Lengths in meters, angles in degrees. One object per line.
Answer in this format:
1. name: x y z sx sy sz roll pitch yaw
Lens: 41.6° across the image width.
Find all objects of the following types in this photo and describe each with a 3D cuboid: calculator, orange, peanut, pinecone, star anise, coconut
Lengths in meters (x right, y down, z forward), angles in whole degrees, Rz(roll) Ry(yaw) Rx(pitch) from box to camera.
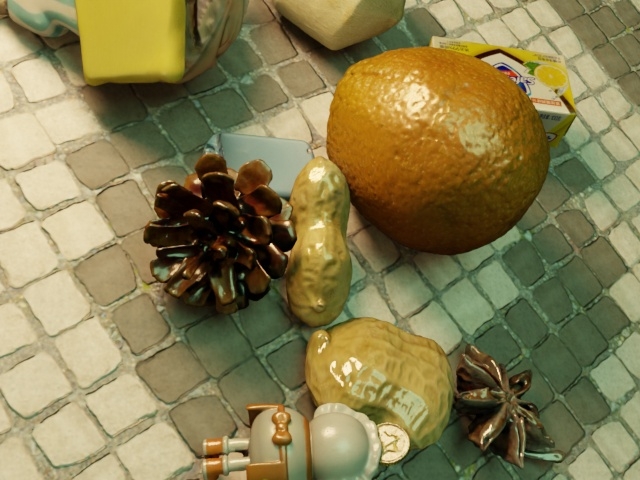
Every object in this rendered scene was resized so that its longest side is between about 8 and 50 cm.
1. calculator: -0.091 -0.115 1.368 0.210 0.039 0.121 2 66 -24
2. orange: 0.177 -0.148 1.339 0.357 0.322 0.322 38 54 13
3. peanut: 0.087 0.204 1.244 0.233 0.110 0.196 27 48 -10
4. pinecone: -0.142 -0.011 1.197 0.201 0.202 0.229 -1 71 -66
5. star anise: 0.282 0.270 1.311 0.209 0.089 0.231 -22 80 -47
6. peanut: 0.000 0.000 1.281 0.101 0.117 0.263 9 75 -30
7. coconut: 0.047 -0.472 1.503 0.247 0.245 0.245 35 56 -6

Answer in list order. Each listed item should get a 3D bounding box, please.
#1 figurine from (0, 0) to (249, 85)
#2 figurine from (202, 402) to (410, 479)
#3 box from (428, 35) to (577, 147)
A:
1. figurine: -0.275 -0.399 1.375 0.361 0.266 0.378 20 20 15
2. figurine: -0.021 0.275 1.112 0.271 0.143 0.143 -15 67 10
3. box: 0.324 -0.275 1.562 0.265 0.097 0.168 8 53 -6
